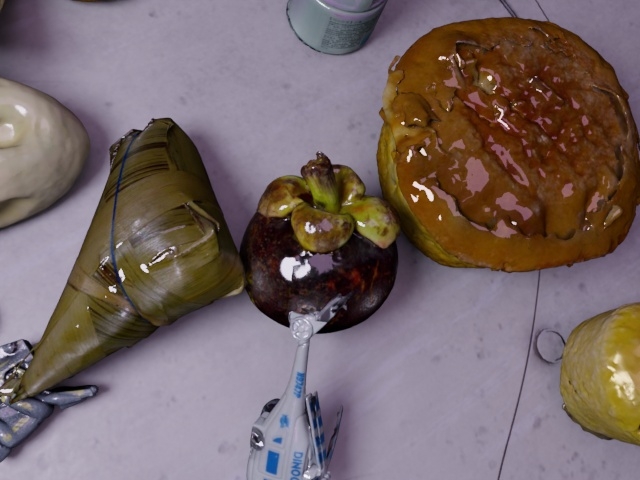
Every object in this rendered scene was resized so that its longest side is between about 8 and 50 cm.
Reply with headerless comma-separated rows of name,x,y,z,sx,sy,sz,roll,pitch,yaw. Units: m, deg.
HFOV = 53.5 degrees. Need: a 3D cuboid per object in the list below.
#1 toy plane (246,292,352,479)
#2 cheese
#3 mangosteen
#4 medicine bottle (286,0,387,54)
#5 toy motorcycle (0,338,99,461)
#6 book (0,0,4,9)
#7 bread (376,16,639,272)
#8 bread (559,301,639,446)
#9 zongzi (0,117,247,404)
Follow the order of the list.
toy plane,-0.037,0.193,0.686,0.107,0.273,0.182,12,36,19
cheese,-0.487,-0.140,0.723,0.351,0.130,0.328,-32,79,-23
mangosteen,0.000,0.000,0.741,0.192,0.217,0.192,2,47,-2
medicine bottle,0.031,-0.354,0.875,0.135,0.168,0.135,3,74,-10
toy motorcycle,-0.346,0.177,0.697,0.193,0.061,0.124,-13,80,-16
book,-0.589,-0.296,0.718,0.427,0.039,0.300,-2,43,-12
bread,0.236,-0.110,0.835,0.358,0.204,0.337,-5,73,-17
bread,0.414,0.175,0.803,0.197,0.170,0.197,4,74,-13
zongzi,-0.248,0.011,0.733,0.289,0.123,0.260,-30,53,3
